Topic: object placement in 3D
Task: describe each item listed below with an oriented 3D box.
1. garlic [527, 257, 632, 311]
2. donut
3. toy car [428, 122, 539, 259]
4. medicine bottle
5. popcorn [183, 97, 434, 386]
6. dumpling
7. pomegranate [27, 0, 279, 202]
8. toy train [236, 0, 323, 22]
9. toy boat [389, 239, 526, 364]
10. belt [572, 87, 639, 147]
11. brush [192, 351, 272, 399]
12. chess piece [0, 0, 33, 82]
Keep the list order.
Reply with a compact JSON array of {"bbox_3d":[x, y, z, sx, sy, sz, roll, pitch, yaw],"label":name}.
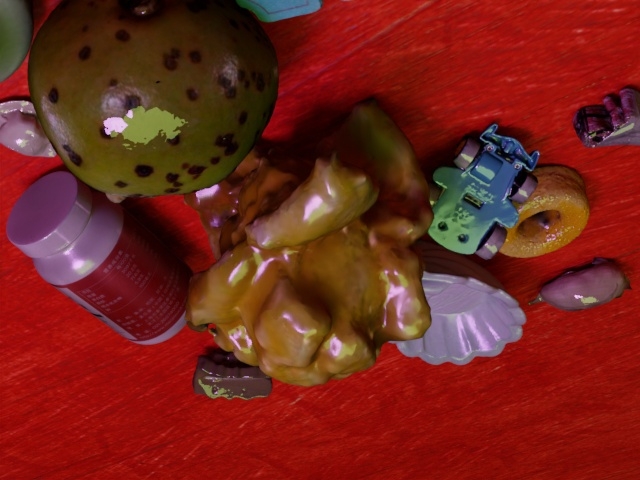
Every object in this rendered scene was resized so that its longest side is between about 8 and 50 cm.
[{"bbox_3d":[0.397,0.079,1.253,0.152,0.066,0.084,-13,143,5],"label":"garlic"},{"bbox_3d":[0.287,-0.033,1.107,0.151,0.058,0.152,-5,140,-4],"label":"donut"},{"bbox_3d":[0.193,-0.068,1.044,0.126,0.098,0.162,30,103,-7],"label":"toy car"},{"bbox_3d":[-0.269,0.027,1.046,0.131,0.131,0.250,-21,140,18],"label":"medicine bottle"},{"bbox_3d":[0.009,0.003,0.927,0.290,0.326,0.321,43,156,-29],"label":"popcorn"},{"bbox_3d":[-0.330,-0.126,0.923,0.076,0.057,0.052,24,177,2],"label":"dumpling"},{"bbox_3d":[-0.151,-0.141,0.816,0.230,0.231,0.286,-6,171,0],"label":"pomegranate"},{"bbox_3d":[-0.028,-0.287,0.707,0.154,0.107,0.198,-9,143,16],"label":"toy train"},{"bbox_3d":[0.172,0.084,1.204,0.199,0.100,0.290,-31,136,28],"label":"toy boat"},{"bbox_3d":[0.422,-0.138,0.996,0.231,0.053,0.071,3,149,-11],"label":"belt"},{"bbox_3d":[-0.060,0.219,1.376,0.300,0.071,0.084,0,138,-16],"label":"brush"},{"bbox_3d":[-0.358,-0.131,0.698,0.194,0.299,0.195,-3,142,-3],"label":"chess piece"}]
